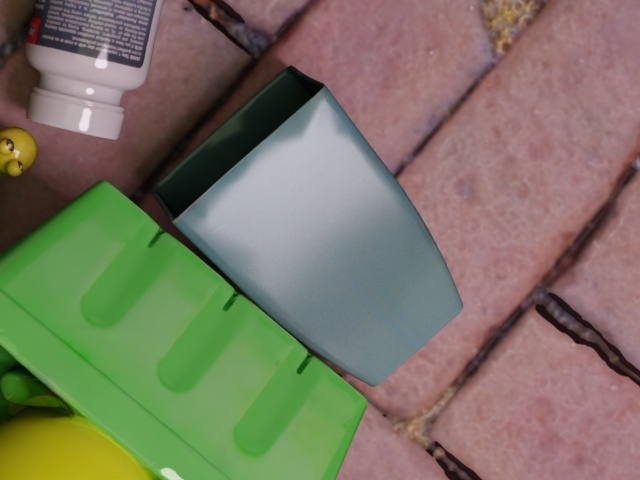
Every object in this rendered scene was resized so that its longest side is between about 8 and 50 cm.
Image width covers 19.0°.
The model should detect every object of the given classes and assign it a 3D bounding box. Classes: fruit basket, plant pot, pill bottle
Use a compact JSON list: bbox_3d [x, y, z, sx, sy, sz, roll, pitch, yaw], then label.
[{"bbox_3d":[-0.188,0.183,1.561,0.392,0.283,0.392,2,83,-15],"label":"fruit basket"},{"bbox_3d":[0.000,0.000,1.633,0.166,0.165,0.234,-41,105,-1],"label":"plant pot"},{"bbox_3d":[-0.191,-0.181,1.621,0.108,0.108,0.180,13,93,-7],"label":"pill bottle"}]

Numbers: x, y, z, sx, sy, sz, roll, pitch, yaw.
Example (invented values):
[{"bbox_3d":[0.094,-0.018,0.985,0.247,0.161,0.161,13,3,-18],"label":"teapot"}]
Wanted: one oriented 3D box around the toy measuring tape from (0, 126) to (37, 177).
[{"bbox_3d":[-0.392,-0.016,1.608,0.330,0.121,0.121,-23,97,-4],"label":"toy measuring tape"}]
